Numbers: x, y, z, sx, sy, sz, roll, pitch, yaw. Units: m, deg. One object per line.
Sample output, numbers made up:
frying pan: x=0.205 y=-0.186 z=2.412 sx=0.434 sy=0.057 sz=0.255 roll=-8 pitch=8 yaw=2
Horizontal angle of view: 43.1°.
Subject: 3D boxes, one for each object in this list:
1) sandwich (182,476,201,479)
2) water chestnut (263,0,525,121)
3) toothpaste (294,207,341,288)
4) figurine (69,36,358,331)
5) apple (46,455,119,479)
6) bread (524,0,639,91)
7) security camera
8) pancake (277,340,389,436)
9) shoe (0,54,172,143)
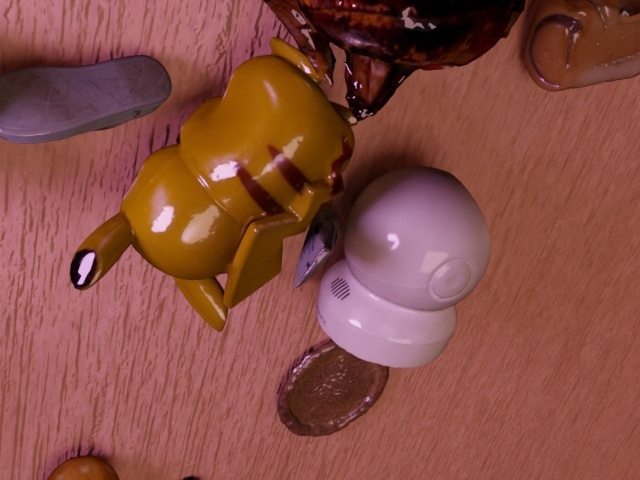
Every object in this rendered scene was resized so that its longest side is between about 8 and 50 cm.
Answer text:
sandwich: x=-0.211 y=0.411 z=1.265 sx=0.101 sy=0.026 sz=0.069 roll=-45 pitch=129 yaw=9
water chestnut: x=0.072 y=-0.270 z=0.776 sx=0.289 sy=0.289 sz=0.244 roll=13 pitch=148 yaw=-32
toothpaste: x=0.000 y=0.000 z=0.956 sx=0.038 sy=0.233 sz=0.060 roll=37 pitch=106 yaw=-5
figurine: x=-0.097 y=-0.051 z=0.894 sx=0.327 sy=0.169 sz=0.218 roll=-39 pitch=139 yaw=8
apple: x=-0.332 y=0.356 z=1.118 sx=0.114 sy=0.102 sz=0.099 roll=-34 pitch=132 yaw=2
bread: x=0.365 y=-0.264 z=1.022 sx=0.225 sy=0.081 sz=0.134 roll=-13 pitch=133 yaw=-19
security camera: x=0.109 y=0.019 z=1.033 sx=0.195 sy=0.194 sz=0.236 roll=2 pitch=120 yaw=-27
pancake: x=0.022 y=0.229 z=1.250 sx=0.199 sy=0.021 sz=0.199 roll=-14 pitch=128 yaw=-18
shoe: x=-0.246 y=-0.134 z=0.821 sx=0.195 sy=0.079 sz=0.078 roll=-22 pitch=167 yaw=-29
